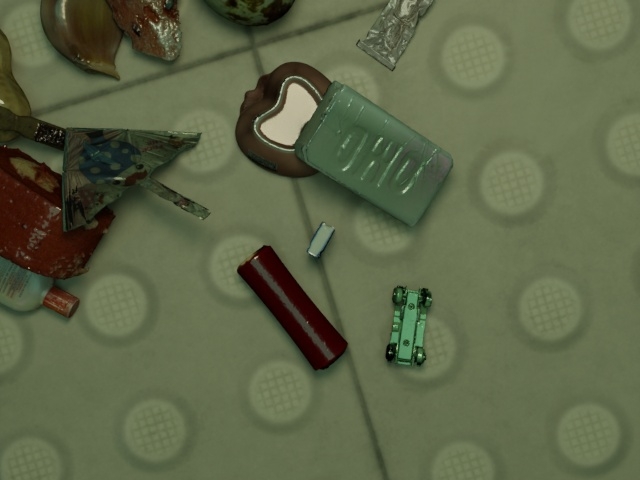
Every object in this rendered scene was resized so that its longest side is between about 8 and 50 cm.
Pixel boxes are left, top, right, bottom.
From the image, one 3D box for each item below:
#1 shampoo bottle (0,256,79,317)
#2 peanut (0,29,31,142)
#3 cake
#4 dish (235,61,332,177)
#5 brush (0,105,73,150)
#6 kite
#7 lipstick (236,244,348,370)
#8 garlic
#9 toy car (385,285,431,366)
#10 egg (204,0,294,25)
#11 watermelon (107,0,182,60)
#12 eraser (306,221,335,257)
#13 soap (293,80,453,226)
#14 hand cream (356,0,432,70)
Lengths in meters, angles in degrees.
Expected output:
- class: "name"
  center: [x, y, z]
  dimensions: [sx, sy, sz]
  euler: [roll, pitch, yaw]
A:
- class: "shampoo bottle"
  center: [-0.542, 0.072, 1.529]
  dimensions: [0.220, 0.051, 0.108]
  euler: [28, 90, 0]
- class: "peanut"
  center: [-0.593, -0.300, 1.495]
  dimensions: [0.123, 0.123, 0.257]
  euler: [-29, 93, 1]
- class: "cake"
  center: [-0.505, -0.052, 1.464]
  dimensions: [0.283, 0.177, 0.151]
  euler: [34, 93, 1]
- class: "dish"
  center: [-0.053, -0.217, 1.503]
  dimensions: [0.213, 0.090, 0.213]
  euler: [0, 91, 0]
- class: "brush"
  center: [-0.510, -0.198, 1.468]
  dimensions: [0.248, 0.036, 0.043]
  euler: [20, 89, -36]
- class: "kite"
  center: [-0.324, -0.112, 1.450]
  dimensions: [0.314, 0.011, 0.335]
  euler: [32, 51, 15]
- class: "lipstick"
  center: [-0.050, 0.121, 1.513]
  dimensions: [0.080, 0.080, 0.241]
  euler: [-39, 90, 1]
- class: "garlic"
  center: [-0.413, -0.440, 1.507]
  dimensions: [0.128, 0.148, 0.267]
  euler: [23, 96, 36]
- class: "toy car"
  center: [0.158, 0.153, 1.525]
  dimensions: [0.073, 0.054, 0.143]
  euler: [6, 89, 2]
- class: "egg"
  center: [-0.141, -0.472, 1.466]
  dimensions: [0.231, 0.169, 0.169]
  euler: [41, 91, 11]
- class: "watermelon"
  center: [-0.308, -0.433, 1.491]
  dimensions: [0.154, 0.094, 0.241]
  euler: [-20, 104, -25]
- class: "eraser"
  center: [0.000, 0.000, 1.508]
  dimensions: [0.027, 0.084, 0.063]
  euler: [30, 90, 2]
- class: "soap"
  center: [0.090, -0.149, 1.456]
  dimensions: [0.261, 0.094, 0.150]
  euler: [29, 92, -23]
- class: "hand cream"
  center: [0.165, -0.438, 1.524]
  dimensions: [0.084, 0.050, 0.257]
  euler: [32, 94, -3]
